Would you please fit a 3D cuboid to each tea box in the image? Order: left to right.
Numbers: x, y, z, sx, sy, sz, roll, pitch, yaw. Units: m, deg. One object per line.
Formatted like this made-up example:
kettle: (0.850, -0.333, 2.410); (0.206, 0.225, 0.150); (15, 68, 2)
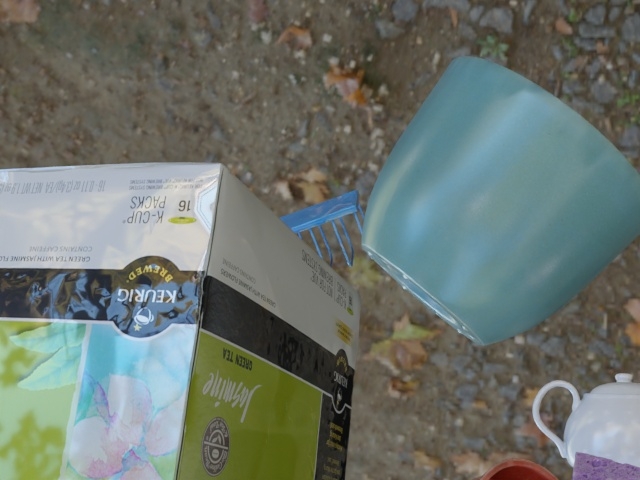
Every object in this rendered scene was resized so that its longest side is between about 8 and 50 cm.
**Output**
tea box: (-0.125, 0.150, 0.745); (0.220, 0.324, 0.329); (-1, 161, 19)

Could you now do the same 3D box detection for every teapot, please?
teapot: (0.596, 0.357, 1.879); (0.256, 0.187, 0.252); (8, 167, -38)

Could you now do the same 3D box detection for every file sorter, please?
file sorter: (0.000, 0.000, 1.613); (0.170, 0.118, 0.104); (-20, 104, 9)

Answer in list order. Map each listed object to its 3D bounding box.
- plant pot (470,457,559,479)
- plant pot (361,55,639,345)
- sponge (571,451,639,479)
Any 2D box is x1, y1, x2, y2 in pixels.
plant pot: (0.217, 0.484, 1.401); (0.272, 0.272, 0.265); (38, 138, -21)
plant pot: (0.189, -0.025, 1.086); (0.293, 0.235, 0.293); (40, 177, 3)
sponge: (0.329, 0.252, 0.848); (0.210, 0.117, 0.031); (10, 109, 15)
